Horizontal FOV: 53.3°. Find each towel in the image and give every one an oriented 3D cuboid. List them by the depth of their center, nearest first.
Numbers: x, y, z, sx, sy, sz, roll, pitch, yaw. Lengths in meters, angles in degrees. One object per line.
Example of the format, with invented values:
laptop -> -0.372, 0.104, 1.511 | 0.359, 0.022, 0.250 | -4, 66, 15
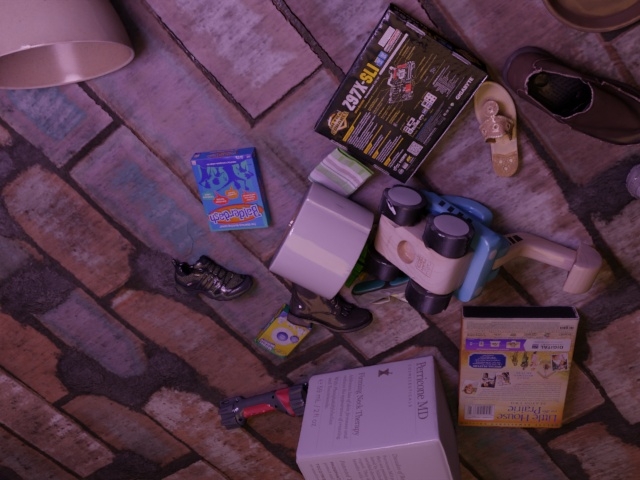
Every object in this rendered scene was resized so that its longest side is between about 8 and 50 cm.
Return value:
towel -> 0.046, -0.156, 1.545 | 0.113, 0.023, 0.152 | 32, 147, -13

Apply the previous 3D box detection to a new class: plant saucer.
plant saucer -> 0.563, -0.552, 1.250 | 0.278, 0.041, 0.278 | 3, 122, 5

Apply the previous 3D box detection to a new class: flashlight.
flashlight -> -0.170, 0.528, 2.003 | 0.304, 0.103, 0.103 | -20, 120, 18

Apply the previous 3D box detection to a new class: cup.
cup -> -0.579, -0.473, 1.323 | 0.331, 0.331, 0.237 | -12, 94, 15

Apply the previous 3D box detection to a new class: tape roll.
tape roll -> 0.000, 0.000, 1.551 | 0.169, 0.246, 0.246 | 27, 122, -5

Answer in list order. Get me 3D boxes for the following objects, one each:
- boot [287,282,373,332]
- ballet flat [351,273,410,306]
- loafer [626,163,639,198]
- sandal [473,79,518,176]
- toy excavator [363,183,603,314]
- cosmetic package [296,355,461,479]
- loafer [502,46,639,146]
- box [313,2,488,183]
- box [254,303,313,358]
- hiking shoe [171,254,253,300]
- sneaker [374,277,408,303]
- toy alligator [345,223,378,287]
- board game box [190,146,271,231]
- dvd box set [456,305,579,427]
boot -> 0.023, 0.129, 1.733 | 0.263, 0.091, 0.229 | 4, 115, -3
ballet flat -> 0.184, 0.124, 1.663 | 0.213, 0.072, 0.068 | -18, 117, 24
loafer -> 0.867, -0.115, 1.445 | 0.319, 0.111, 0.112 | 0, 122, 8
sandal -> 0.408, -0.241, 1.445 | 0.088, 0.079, 0.240 | -13, 120, 15
toy excavator -> 0.397, 0.013, 1.541 | 0.433, 0.445, 0.222 | 39, 133, 35
cosmetic package -> 0.181, 0.587, 1.857 | 0.394, 0.329, 0.327 | -13, 119, 14
loafer -> 0.560, -0.285, 1.366 | 0.366, 0.130, 0.134 | 20, 123, -5
box -> 0.174, -0.318, 1.431 | 0.257, 0.079, 0.322 | 29, 122, -9
box -> -0.113, 0.274, 1.867 | 0.105, 0.043, 0.179 | 32, 122, -12
hiking shoe -> -0.301, 0.099, 1.754 | 0.227, 0.086, 0.114 | 0, 126, 9
sneaker -> 0.225, 0.117, 1.712 | 0.161, 0.057, 0.075 | 18, 129, -1
toy alligator -> 0.119, 0.041, 1.683 | 0.056, 0.051, 0.189 | 32, 106, 23
board game box -> -0.225, -0.126, 1.623 | 0.160, 0.047, 0.210 | -5, 122, 11
dvd box set -> 0.552, 0.368, 1.826 | 0.308, 0.062, 0.420 | -1, 122, 8
